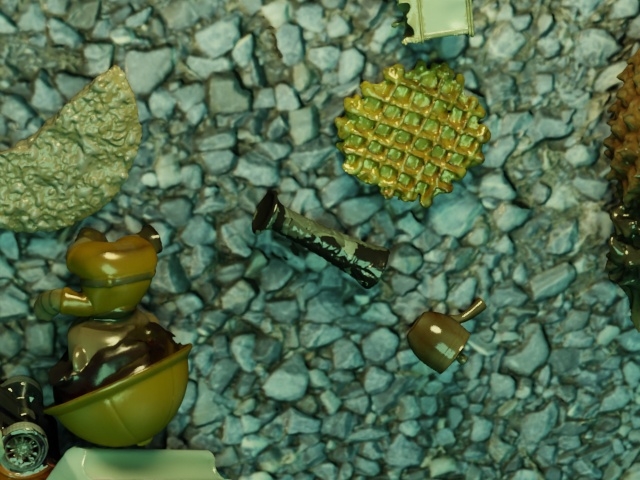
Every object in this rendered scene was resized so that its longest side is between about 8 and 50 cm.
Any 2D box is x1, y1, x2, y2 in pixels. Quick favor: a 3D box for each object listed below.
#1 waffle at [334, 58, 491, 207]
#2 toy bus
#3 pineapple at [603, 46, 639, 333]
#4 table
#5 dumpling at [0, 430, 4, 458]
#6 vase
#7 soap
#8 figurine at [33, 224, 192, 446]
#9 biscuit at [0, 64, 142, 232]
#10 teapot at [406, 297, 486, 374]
[{"bbox_3d":[0.110,-0.128,1.936,0.191,0.038,0.191,-4,116,-9],"label":"waffle"},{"bbox_3d":[-0.464,0.187,1.921,0.329,0.143,0.153,40,101,-25],"label":"toy bus"},{"bbox_3d":[0.426,-0.066,1.945,0.223,0.223,0.357,6,121,-13],"label":"pineapple"},{"bbox_3d":[0.125,-0.263,1.854,0.083,0.079,0.062,-9,114,-4],"label":"table"},{"bbox_3d":[-0.443,0.175,1.797,0.219,0.108,0.152,46,140,-9],"label":"dumpling"},{"bbox_3d":[0.000,0.000,1.964,0.167,0.059,0.059,27,107,-20],"label":"vase"},{"bbox_3d":[-0.232,0.327,1.990,0.150,0.094,0.261,-50,149,20],"label":"soap"},{"bbox_3d":[-0.240,0.119,1.913,0.192,0.167,0.257,-17,117,-32],"label":"figurine"},{"bbox_3d":[-0.294,-0.084,1.887,0.250,0.032,0.133,-37,117,6],"label":"biscuit"},{"bbox_3d":[0.161,0.113,2.058,0.080,0.085,0.110,37,75,0],"label":"teapot"}]
